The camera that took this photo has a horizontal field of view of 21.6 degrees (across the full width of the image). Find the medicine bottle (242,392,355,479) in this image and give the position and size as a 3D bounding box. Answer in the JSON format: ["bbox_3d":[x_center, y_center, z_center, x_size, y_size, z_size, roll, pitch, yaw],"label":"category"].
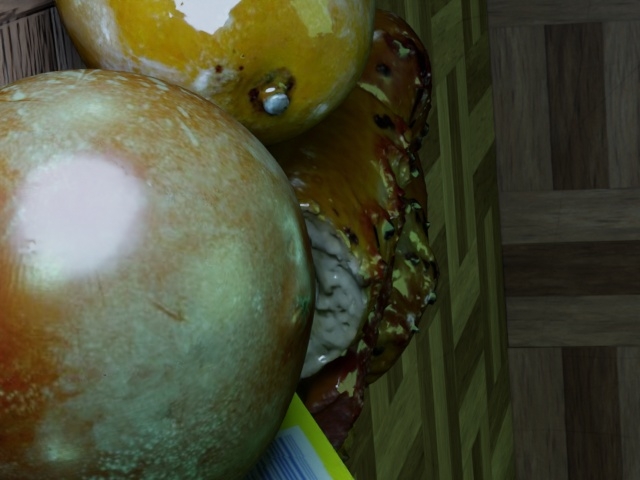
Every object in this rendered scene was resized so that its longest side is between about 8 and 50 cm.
[{"bbox_3d":[-0.065,0.173,1.093,0.250,0.141,0.137,-126,-160,-53],"label":"medicine bottle"}]

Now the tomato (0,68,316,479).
[{"bbox_3d":[-0.112,0.036,0.953,0.270,0.223,0.270,-4,90,-74],"label":"tomato"}]

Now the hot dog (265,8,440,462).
[{"bbox_3d":[0.000,0.000,1.379,0.365,0.196,0.367,-73,169,-46],"label":"hot dog"}]

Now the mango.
[{"bbox_3d":[-0.080,-0.206,1.142,0.384,0.222,0.199,-107,-147,-42],"label":"mango"}]
